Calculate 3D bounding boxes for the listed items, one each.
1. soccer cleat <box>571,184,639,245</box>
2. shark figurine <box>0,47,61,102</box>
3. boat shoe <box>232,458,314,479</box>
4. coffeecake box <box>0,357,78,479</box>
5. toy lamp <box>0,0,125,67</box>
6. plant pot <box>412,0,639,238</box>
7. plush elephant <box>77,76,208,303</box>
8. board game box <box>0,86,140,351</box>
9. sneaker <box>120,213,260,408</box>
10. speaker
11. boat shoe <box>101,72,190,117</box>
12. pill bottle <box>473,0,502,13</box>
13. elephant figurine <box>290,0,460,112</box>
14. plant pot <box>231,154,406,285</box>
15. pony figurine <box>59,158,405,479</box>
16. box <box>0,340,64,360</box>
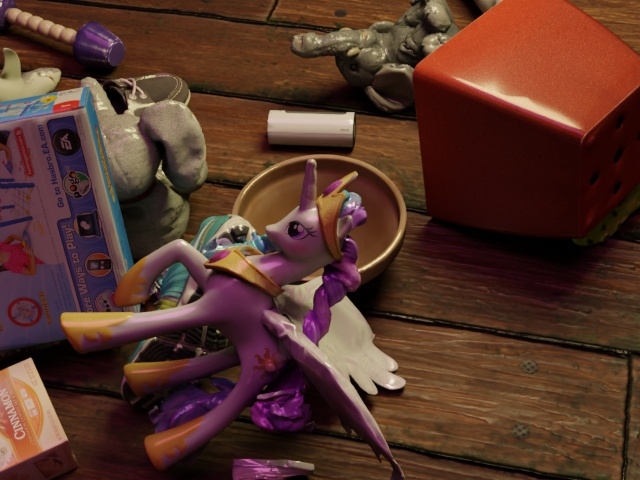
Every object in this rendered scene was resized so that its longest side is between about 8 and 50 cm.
[{"bbox_3d":[0.408,-0.049,1.586,0.179,0.060,0.072,-33,37,-25],"label":"soccer cleat"},{"bbox_3d":[-0.552,-0.266,1.750,0.116,0.278,0.166,14,76,34],"label":"shark figurine"},{"bbox_3d":[-0.057,0.282,1.329,0.100,0.035,0.035,2,75,1],"label":"boat shoe"},{"bbox_3d":[-0.413,0.248,1.354,0.185,0.068,0.142,-24,52,-16],"label":"coffeecake box"},{"bbox_3d":[-0.457,-0.361,1.905,0.274,0.080,0.080,23,53,21],"label":"toy lamp"},{"bbox_3d":[0.311,-0.157,1.519,0.235,0.267,0.267,28,55,36],"label":"plant pot"},{"bbox_3d":[-0.284,-0.100,1.536,0.272,0.255,0.330,-19,50,-13],"label":"plush elephant"},{"bbox_3d":[-0.405,-0.013,1.385,0.302,0.308,0.086,-10,26,-3],"label":"board game box"},{"bbox_3d":[-0.169,0.091,1.426,0.110,0.107,0.275,24,82,55],"label":"sneaker"},{"bbox_3d":[-0.014,-0.174,1.722,0.136,0.055,0.055,2,48,7],"label":"speaker"},{"bbox_3d":[-0.350,-0.193,1.732,0.335,0.095,0.112,-31,52,-23],"label":"boat shoe"},{"bbox_3d":[0.312,-0.468,1.911,0.136,0.136,0.246,-16,49,-10],"label":"pill bottle"},{"bbox_3d":[0.105,-0.294,1.768,0.239,0.186,0.169,-24,9,16],"label":"elephant figurine"},{"bbox_3d":[0.000,0.000,1.525,0.237,0.110,0.237,-2,47,2],"label":"plant pot"},{"bbox_3d":[-0.059,0.118,1.282,0.363,0.351,0.303,-27,20,6],"label":"pony figurine"},{"bbox_3d":[-0.425,0.117,1.502,0.137,0.027,0.094,-16,50,-10],"label":"box"}]
